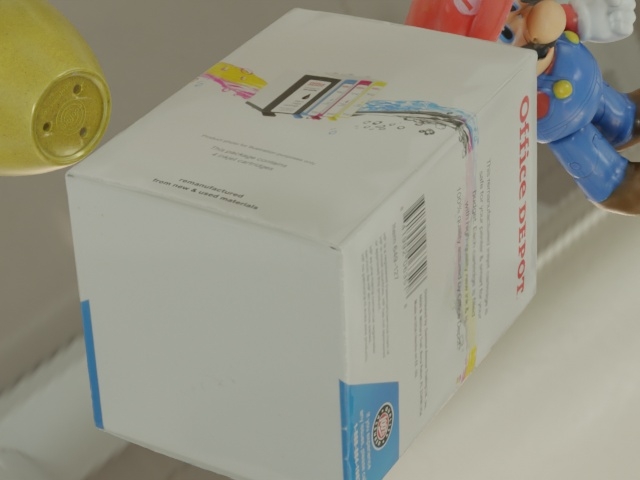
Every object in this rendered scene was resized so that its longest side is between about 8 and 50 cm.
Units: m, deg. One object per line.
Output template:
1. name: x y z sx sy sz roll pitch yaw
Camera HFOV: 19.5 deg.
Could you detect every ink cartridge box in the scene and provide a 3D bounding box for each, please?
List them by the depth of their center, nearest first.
1. ink cartridge box: 0.000 0.000 1.031 0.233 0.168 0.171 -43 139 -47

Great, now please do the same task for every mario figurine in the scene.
1. mario figurine: 0.209 -0.145 1.618 0.170 0.198 0.320 -44 129 18

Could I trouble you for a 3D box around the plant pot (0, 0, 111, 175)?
1. plant pot: -0.196 -0.096 1.244 0.134 0.095 0.134 -26 129 -38
